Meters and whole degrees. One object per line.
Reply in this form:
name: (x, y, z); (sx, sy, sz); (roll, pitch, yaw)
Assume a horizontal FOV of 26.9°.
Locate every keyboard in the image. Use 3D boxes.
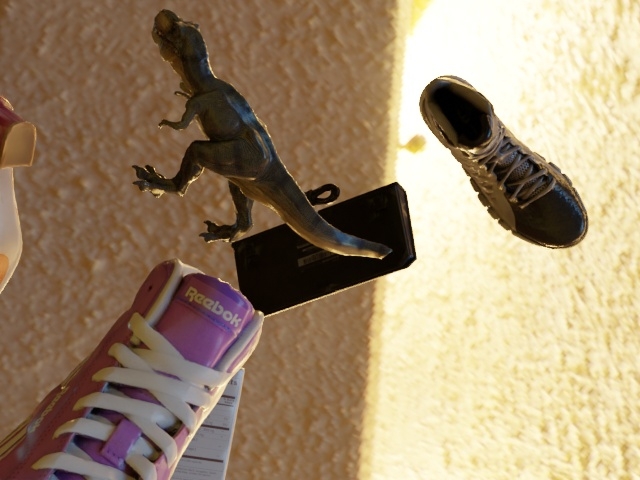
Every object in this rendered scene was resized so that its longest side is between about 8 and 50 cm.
keyboard: (0.000, 0.000, 1.205); (0.180, 0.023, 0.108); (-20, -112, 25)

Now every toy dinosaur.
toy dinosaur: (-0.073, -0.056, 1.087); (0.118, 0.064, 0.268); (-37, -81, 24)

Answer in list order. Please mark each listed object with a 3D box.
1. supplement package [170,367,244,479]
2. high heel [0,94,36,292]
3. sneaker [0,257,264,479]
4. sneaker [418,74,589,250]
supplement package: (-0.164, 0.220, 1.520); (0.105, 0.105, 0.179); (178, -77, -68)
high heel: (-0.362, -0.037, 1.359); (0.117, 0.082, 0.244); (34, -61, 35)
sneaker: (-0.104, 0.092, 0.682); (0.102, 0.282, 0.161); (34, -70, -8)
sneaker: (0.179, -0.076, 1.343); (0.086, 0.132, 0.228); (-45, -95, 6)
